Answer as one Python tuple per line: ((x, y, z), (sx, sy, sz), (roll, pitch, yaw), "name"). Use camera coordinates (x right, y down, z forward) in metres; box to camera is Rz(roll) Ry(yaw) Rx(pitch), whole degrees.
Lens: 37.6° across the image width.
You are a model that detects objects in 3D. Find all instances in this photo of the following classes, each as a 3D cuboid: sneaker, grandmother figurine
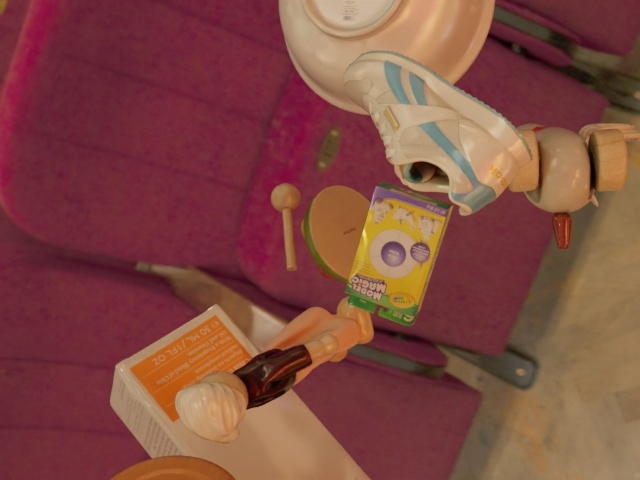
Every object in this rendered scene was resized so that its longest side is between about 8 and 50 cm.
((0.090, -0.109, 0.911), (0.092, 0.087, 0.229), (-48, 51, -5), "sneaker")
((-0.068, 0.177, 1.274), (0.104, 0.342, 0.208), (50, 124, 12), "grandmother figurine")

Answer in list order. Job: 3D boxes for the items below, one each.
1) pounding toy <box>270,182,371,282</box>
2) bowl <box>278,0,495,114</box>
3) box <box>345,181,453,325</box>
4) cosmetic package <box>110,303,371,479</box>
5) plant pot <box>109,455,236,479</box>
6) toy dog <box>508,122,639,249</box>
((0.000, 0.000, 1.703), (0.110, 0.237, 0.183), (-28, 61, 46), "pounding toy")
((0.061, -0.315, 1.193), (0.298, 0.134, 0.298), (-1, 88, 23), "bowl")
((0.100, 0.023, 1.255), (0.105, 0.043, 0.179), (19, 109, 14), "box")
((-0.138, 0.358, 1.627), (0.453, 0.230, 0.161), (46, 145, 17), "cosmetic package")
((-0.190, 0.419, 1.215), (0.291, 0.291, 0.203), (29, 132, 41), "plant pot")
((0.332, -0.083, 1.341), (0.220, 0.334, 0.161), (4, 100, 23), "toy dog")
